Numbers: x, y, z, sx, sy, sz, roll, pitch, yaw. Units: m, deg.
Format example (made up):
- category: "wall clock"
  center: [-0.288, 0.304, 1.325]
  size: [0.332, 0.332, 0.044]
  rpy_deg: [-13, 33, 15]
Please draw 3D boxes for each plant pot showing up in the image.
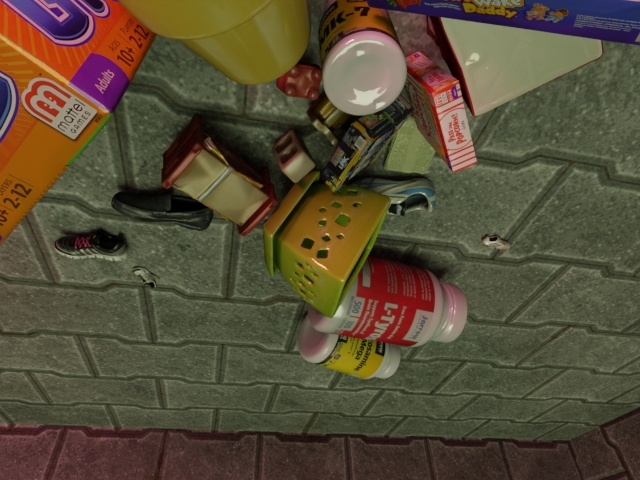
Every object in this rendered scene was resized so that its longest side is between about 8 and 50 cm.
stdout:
- category: "plant pot"
  center: [-0.123, -0.342, 0.541]
  size: [0.253, 0.254, 0.239]
  rpy_deg: [-13, 163, 11]
- category: "plant pot"
  center: [0.000, 0.000, 0.907]
  size: [0.207, 0.227, 0.228]
  rpy_deg: [29, 152, 9]

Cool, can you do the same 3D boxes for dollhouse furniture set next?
- category: "dollhouse furniture set"
  center: [-0.112, -0.208, 0.802]
  size: [0.374, 0.152, 0.201]
  rpy_deg: [-42, 127, 14]

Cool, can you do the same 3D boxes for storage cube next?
- category: "storage cube"
  center: [0.268, -0.342, 0.606]
  size: [0.214, 0.193, 0.184]
  rpy_deg: [-22, 135, 22]

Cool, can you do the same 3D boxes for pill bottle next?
- category: "pill bottle"
  center: [0.056, -0.297, 0.630]
  size: [0.119, 0.209, 0.119]
  rpy_deg: [-2, 139, -2]
- category: "pill bottle"
  center: [0.106, 0.353, 1.383]
  size: [0.333, 0.188, 0.188]
  rpy_deg: [27, 130, -30]
- category: "pill bottle"
  center: [0.188, 0.169, 1.151]
  size: [0.407, 0.229, 0.229]
  rpy_deg: [13, 136, -18]

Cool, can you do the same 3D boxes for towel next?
- category: "towel"
  center: [0.199, -0.204, 0.881]
  size: [0.109, 0.027, 0.148]
  rpy_deg: [1, 138, -6]

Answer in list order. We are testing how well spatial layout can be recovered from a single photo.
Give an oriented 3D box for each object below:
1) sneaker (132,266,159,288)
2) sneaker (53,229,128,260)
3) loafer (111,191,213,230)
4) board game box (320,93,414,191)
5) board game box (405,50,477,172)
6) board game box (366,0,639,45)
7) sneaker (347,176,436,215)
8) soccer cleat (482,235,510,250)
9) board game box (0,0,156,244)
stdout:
- category: "sneaker"
  center: [-0.503, 0.108, 1.185]
  size: [0.031, 0.037, 0.083]
  rpy_deg: [-29, 131, 29]
- category: "sneaker"
  center: [-0.580, 0.007, 1.049]
  size: [0.170, 0.063, 0.075]
  rpy_deg: [8, 138, -20]
- category: "loafer"
  center: [-0.360, -0.082, 0.956]
  size: [0.223, 0.076, 0.078]
  rpy_deg: [11, 132, -22]
- category: "board game box"
  center: [0.085, -0.184, 0.786]
  size: [0.048, 0.141, 0.170]
  rpy_deg: [46, 149, 4]
- category: "board game box"
  center: [0.199, -0.227, 0.712]
  size: [0.045, 0.194, 0.147]
  rpy_deg: [-23, 125, 9]
- category: "board game box"
  center: [0.236, -0.362, 0.441]
  size: [0.346, 0.234, 0.078]
  rpy_deg: [22, -175, 24]
- category: "sneaker"
  center: [0.150, -0.096, 0.958]
  size: [0.236, 0.086, 0.085]
  rpy_deg: [-4, 140, 4]
- category: "soccer cleat"
  center: [0.486, 0.005, 1.133]
  size: [0.083, 0.029, 0.036]
  rpy_deg: [9, 141, -7]
- category: "board game box"
  center: [-0.463, -0.269, 0.521]
  size: [0.356, 0.357, 0.356]
  rpy_deg: [-31, 131, 28]
